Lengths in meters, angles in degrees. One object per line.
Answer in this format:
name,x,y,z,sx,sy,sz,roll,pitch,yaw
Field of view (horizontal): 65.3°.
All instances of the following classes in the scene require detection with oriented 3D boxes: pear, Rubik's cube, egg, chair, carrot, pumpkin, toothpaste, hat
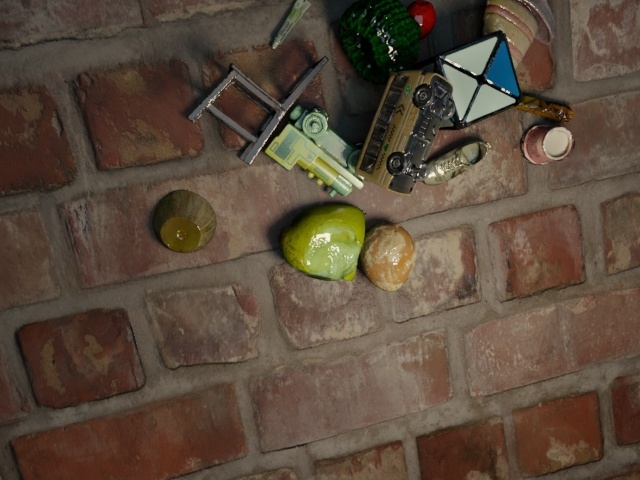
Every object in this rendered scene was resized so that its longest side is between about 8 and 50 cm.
pear,0.000,0.000,1.726,0.281,0.176,0.287,13,96,-9
Rubik's cube,0.485,-0.527,1.673,0.246,0.248,0.250,-24,103,-5
egg,0.235,0.056,1.753,0.203,0.203,0.245,0,89,-9
chair,-0.204,-0.482,1.598,0.240,0.203,0.416,37,91,-15
carrot,0.812,-0.483,1.825,0.228,0.069,0.069,13,97,-10
pumpkin,-0.461,-0.051,1.681,0.217,0.110,0.218,-3,106,-10
toothpaste,-0.104,-0.721,1.660,0.048,0.029,0.197,34,90,-13
hat,0.239,-0.689,1.647,0.332,0.242,0.274,-40,119,-25

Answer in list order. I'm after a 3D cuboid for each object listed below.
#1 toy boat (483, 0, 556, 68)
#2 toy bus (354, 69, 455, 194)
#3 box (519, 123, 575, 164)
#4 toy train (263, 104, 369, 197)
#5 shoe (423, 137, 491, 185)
toy boat,0.669,-0.735,1.718,0.293,0.111,0.276,-43,108,-13
toy bus,0.256,-0.339,1.545,0.177,0.201,0.366,6,109,-51
box,0.829,-0.350,1.814,0.151,0.135,0.151,-1,98,-10
toy train,0.016,-0.286,1.698,0.369,0.150,0.237,37,103,-15
shoe,0.485,-0.283,1.792,0.274,0.098,0.103,-32,99,-1
